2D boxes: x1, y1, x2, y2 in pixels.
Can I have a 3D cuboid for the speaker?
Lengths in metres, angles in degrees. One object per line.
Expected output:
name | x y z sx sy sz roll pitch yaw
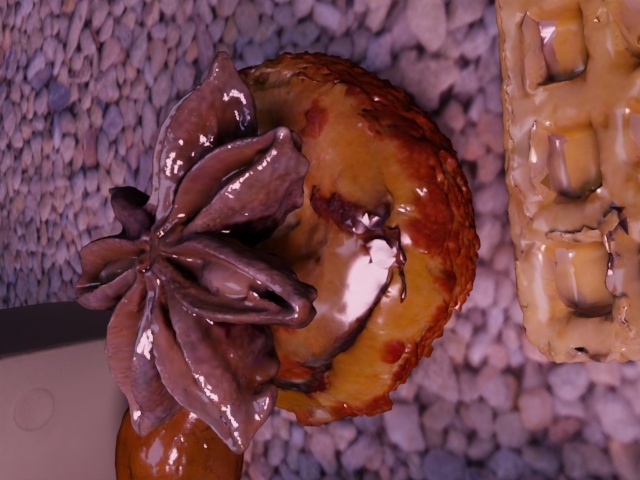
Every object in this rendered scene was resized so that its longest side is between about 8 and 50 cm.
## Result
speaker | -0.361 0.180 0.776 0.183 0.406 0.184 10 102 46

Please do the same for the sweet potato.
sweet potato | -0.122 0.183 0.738 0.112 0.112 0.359 24 111 43

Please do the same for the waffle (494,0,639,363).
waffle | 0.200 -0.132 0.393 0.261 0.114 0.376 -10 84 48

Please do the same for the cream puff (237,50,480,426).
cream puff | 0.001 0.000 0.567 0.240 0.164 0.240 -17 65 40

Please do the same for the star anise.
star anise | -0.066 0.022 0.473 0.212 0.073 0.197 -39 60 37
